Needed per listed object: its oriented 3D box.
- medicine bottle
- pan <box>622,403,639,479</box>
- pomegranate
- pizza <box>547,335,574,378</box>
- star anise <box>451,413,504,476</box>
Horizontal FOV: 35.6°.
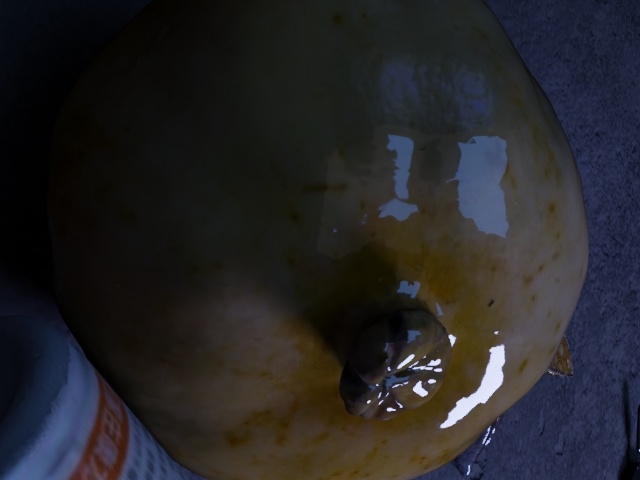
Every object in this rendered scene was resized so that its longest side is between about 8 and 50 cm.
[{"bbox_3d":[-0.153,0.245,0.659,0.371,0.211,0.211,58,47,-30],"label":"medicine bottle"},{"bbox_3d":[0.519,0.380,1.629,0.136,0.028,0.235,-10,99,-52],"label":"pan"},{"bbox_3d":[0.000,0.000,0.728,0.411,0.411,0.412,4,85,-51],"label":"pomegranate"},{"bbox_3d":[0.324,0.145,1.408,0.100,0.029,0.099,12,70,-53],"label":"pizza"},{"bbox_3d":[0.152,0.115,1.131,0.315,0.108,0.315,-2,93,-52],"label":"star anise"}]
